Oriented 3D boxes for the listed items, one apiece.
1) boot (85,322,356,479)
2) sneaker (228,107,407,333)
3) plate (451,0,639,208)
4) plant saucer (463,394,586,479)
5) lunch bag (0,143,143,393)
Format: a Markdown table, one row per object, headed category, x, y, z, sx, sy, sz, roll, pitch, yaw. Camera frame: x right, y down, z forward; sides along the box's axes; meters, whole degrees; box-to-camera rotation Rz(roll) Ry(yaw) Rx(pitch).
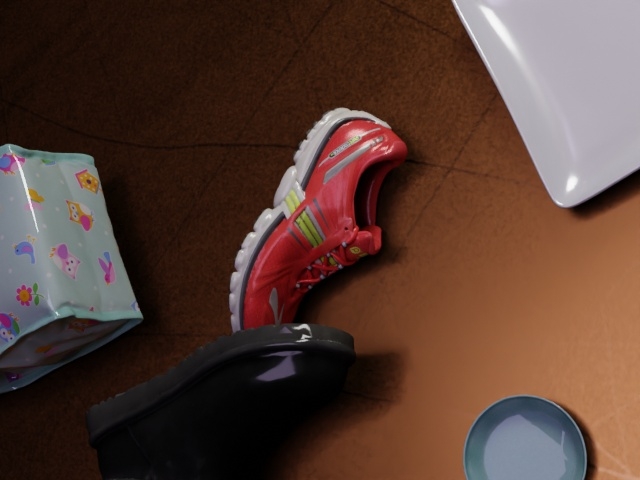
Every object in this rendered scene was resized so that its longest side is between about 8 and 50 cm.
| category | x | y | z | sx | sy | sz | roll | pitch | yaw |
| --- | --- | --- | --- | --- | --- | --- | --- | --- | --- |
| boot | -0.088 | 0.251 | 1.194 | 0.348 | 0.131 | 0.260 | -29 | 59 | 31 |
| sneaker | 0.000 | 0.000 | 1.227 | 0.118 | 0.107 | 0.279 | 26 | 92 | 23 |
| plate | 0.293 | -0.207 | 1.141 | 0.277 | 0.045 | 0.278 | -31 | 68 | 22 |
| plant saucer | 0.193 | 0.205 | 1.123 | 0.119 | 0.021 | 0.119 | -6 | 76 | 26 |
| lunch bag | -0.361 | 0.046 | 1.375 | 0.262 | 0.160 | 0.223 | -30 | 69 | 31 |
